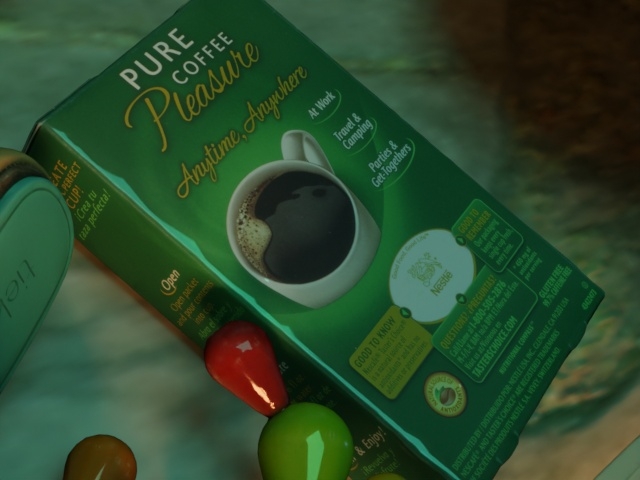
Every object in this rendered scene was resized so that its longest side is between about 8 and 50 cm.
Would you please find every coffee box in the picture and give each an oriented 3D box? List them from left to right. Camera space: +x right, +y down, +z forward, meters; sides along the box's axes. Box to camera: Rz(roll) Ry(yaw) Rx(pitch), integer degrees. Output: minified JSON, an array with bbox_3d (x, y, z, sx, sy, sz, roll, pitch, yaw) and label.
[{"bbox_3d":[0.000,0.000,0.479,0.184,0.040,0.113,40,50,0],"label":"coffee box"}]

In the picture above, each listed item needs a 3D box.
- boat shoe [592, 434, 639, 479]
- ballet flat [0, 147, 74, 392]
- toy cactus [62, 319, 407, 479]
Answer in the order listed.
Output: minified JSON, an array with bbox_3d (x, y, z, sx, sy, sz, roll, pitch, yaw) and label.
[{"bbox_3d":[0.224,0.070,0.427,0.156,0.186,0.500,26,37,31],"label":"boat shoe"},{"bbox_3d":[-0.137,0.067,0.358,0.073,0.080,0.232,7,47,16],"label":"ballet flat"},{"bbox_3d":[-0.020,0.129,0.351,0.180,0.112,0.219,51,29,-10],"label":"toy cactus"}]
